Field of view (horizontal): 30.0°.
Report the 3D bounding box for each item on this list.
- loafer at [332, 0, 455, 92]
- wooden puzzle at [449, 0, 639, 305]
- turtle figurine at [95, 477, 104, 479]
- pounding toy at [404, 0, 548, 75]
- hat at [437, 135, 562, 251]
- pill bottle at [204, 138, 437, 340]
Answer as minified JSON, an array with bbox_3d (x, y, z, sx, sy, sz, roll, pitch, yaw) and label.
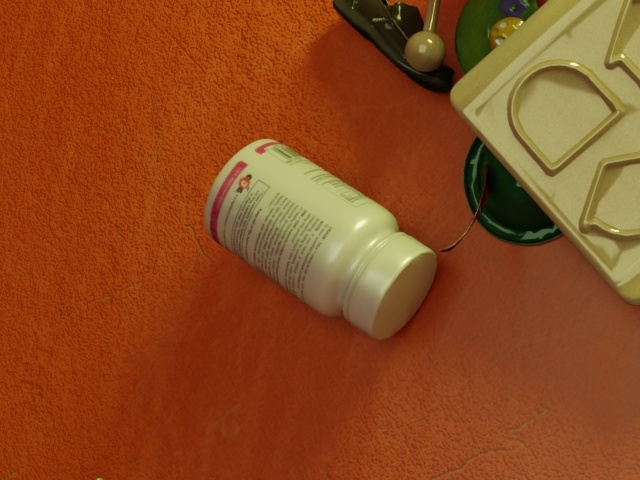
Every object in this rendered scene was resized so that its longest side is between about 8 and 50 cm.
[{"bbox_3d":[0.107,-0.283,1.609,0.078,0.080,0.220,-48,65,8],"label":"loafer"},{"bbox_3d":[0.377,-0.150,1.398,0.322,0.080,0.348,-42,77,11],"label":"wooden puzzle"},{"bbox_3d":[-0.243,0.413,1.612,0.217,0.087,0.269,29,100,33],"label":"turtle figurine"},{"bbox_3d":[0.237,-0.274,1.496,0.237,0.110,0.183,16,80,5],"label":"pounding toy"},{"bbox_3d":[0.235,-0.087,1.456,0.173,0.183,0.208,-13,74,20],"label":"hat"},{"bbox_3d":[0.000,0.000,1.552,0.283,0.160,0.160,34,93,26],"label":"pill bottle"}]
